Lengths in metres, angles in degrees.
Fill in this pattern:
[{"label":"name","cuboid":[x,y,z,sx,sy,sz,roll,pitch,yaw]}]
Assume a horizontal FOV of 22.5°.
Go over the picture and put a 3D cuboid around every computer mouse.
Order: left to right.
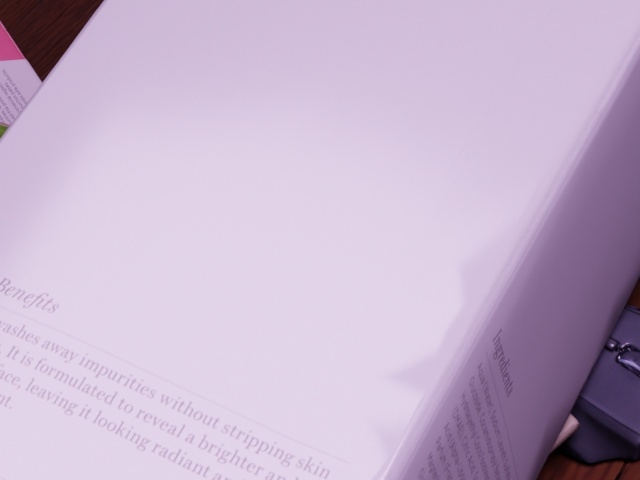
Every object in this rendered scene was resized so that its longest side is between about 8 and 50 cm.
[{"label":"computer mouse","cuboid":[0.152,0.065,0.637,0.071,0.041,0.242,-41,30,-20]}]

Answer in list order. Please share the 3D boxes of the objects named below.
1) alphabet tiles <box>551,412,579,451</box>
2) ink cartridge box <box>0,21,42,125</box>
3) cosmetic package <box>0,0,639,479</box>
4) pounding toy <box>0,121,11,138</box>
[{"label":"alphabet tiles","cuboid":[-0.040,0.092,0.699,0.237,0.009,0.198,-41,57,-5]},{"label":"ink cartridge box","cuboid":[-0.334,-0.085,1.221,0.237,0.172,0.100,-36,28,-10]},{"label":"cosmetic package","cuboid":[0.000,0.000,0.633,0.217,0.156,0.385,22,63,25]},{"label":"pounding toy","cuboid":[-0.260,0.033,1.001,0.236,0.183,0.110,-26,54,10]}]
